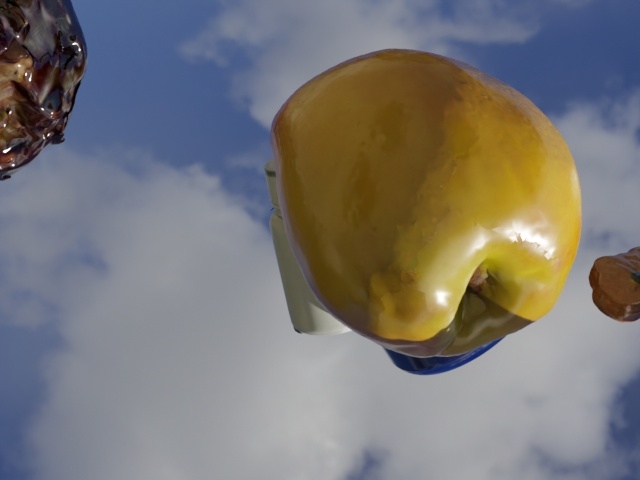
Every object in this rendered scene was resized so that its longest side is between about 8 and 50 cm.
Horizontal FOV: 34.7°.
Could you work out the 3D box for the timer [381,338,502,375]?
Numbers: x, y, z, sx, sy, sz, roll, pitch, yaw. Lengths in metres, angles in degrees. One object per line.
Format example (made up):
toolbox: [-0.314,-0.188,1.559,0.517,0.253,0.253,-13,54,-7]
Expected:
timer: [0.095,-0.038,1.369,0.270,0.383,0.270,-36,-160,15]

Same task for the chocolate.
chocolate: [-0.292,-0.123,0.750,0.206,0.224,0.177,23,-162,-8]

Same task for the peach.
peach: [0.101,-0.049,1.019,0.289,0.289,0.308,-26,-127,-3]

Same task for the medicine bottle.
medicine bottle: [0.000,0.000,1.518,0.143,0.258,0.143,-12,-161,4]

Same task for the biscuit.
biscuit: [0.459,0.051,1.187,0.333,0.047,0.202,-17,-132,-41]
